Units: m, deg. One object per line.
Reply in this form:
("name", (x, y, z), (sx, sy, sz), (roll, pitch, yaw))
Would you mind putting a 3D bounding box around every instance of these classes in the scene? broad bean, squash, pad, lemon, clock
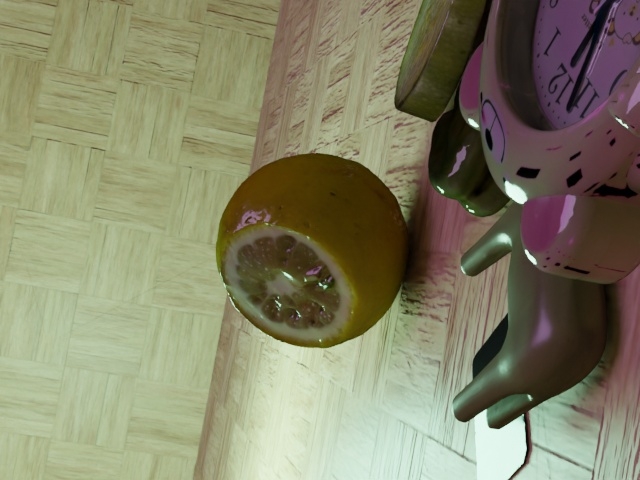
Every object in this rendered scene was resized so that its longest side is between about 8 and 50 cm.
("broad bean", (0.153, -0.115, 1.150), (0.153, 0.072, 0.206), (-57, 20, 33))
("squash", (0.146, -0.260, 1.305), (0.252, 0.049, 0.252), (-163, 90, -86))
("pad", (0.161, 0.150, 1.036), (0.112, 0.003, 0.157), (114, 163, -52))
("lemon", (0.000, 0.000, 1.429), (0.219, 0.240, 0.240), (-54, -13, -49))
("clock", (0.201, -0.149, 0.740), (0.284, 0.114, 0.309), (-106, 34, -47))

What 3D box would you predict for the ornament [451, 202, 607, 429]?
("ornament", (0.185, 0.007, 0.900), (0.245, 0.061, 0.230), (131, 151, -54))
